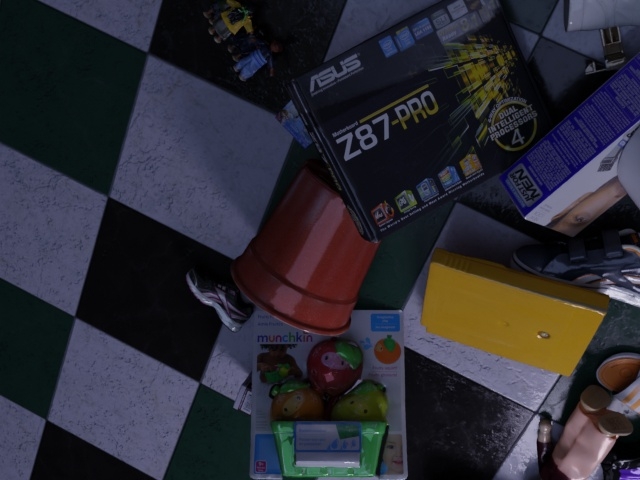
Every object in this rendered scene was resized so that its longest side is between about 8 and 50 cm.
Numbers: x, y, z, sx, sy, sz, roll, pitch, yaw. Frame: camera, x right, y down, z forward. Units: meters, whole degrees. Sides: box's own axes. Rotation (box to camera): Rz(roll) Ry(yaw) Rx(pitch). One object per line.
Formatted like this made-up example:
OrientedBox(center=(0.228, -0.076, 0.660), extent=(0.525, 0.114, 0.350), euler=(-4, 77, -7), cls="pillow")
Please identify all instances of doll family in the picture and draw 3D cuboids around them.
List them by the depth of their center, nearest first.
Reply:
OrientedBox(center=(-0.145, -0.404, 1.588), extent=(0.111, 0.076, 0.193), euler=(-30, 105, 22), cls="doll family")

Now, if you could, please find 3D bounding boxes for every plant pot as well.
OrientedBox(center=(0.000, 0.000, 1.612), extent=(0.272, 0.272, 0.265), euler=(30, 110, 4), cls="plant pot")

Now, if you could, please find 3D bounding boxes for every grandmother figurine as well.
OrientedBox(center=(0.520, 0.469, 1.696), extent=(0.104, 0.208, 0.342), euler=(2, 131, -21), cls="grandmother figurine")

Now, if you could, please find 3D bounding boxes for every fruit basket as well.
OrientedBox(center=(0.016, 0.316, 1.698), extent=(0.327, 0.165, 0.353), euler=(0, 79, 3), cls="fruit basket")

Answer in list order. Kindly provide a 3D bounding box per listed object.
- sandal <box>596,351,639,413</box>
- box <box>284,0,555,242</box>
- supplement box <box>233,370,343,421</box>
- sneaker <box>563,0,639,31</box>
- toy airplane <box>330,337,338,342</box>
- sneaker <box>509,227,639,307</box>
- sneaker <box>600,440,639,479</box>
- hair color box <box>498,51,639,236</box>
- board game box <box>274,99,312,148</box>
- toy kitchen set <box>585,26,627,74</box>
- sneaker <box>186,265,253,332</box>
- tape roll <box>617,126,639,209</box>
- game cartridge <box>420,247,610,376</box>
OrientedBox(center=(0.678, 0.314, 1.613), extent=(0.265, 0.076, 0.102), euler=(28, 117, 5), cls="sandal")
OrientedBox(center=(0.181, -0.226, 1.441), extent=(0.395, 0.097, 0.318), euler=(-28, 100, -6), cls="box")
OrientedBox(center=(-0.060, 0.371, 1.846), extent=(0.239, 0.130, 0.073), euler=(25, 117, 6), cls="supplement box")
OrientedBox(center=(0.492, -0.493, 1.333), extent=(0.169, 0.108, 0.292), euler=(1, 116, 10), cls="sneaker")
OrientedBox(center=(-0.002, 0.174, 1.802), extent=(0.151, 0.028, 0.151), euler=(8, 120, 13), cls="toy airplane")
OrientedBox(center=(0.523, 0.034, 1.523), extent=(0.321, 0.126, 0.127), euler=(12, 119, 4), cls="sneaker")
OrientedBox(center=(0.629, 0.496, 1.700), extent=(0.146, 0.102, 0.293), euler=(38, 114, 8), cls="sneaker")
OrientedBox(center=(0.497, -0.161, 1.404), extent=(0.339, 0.185, 0.110), euler=(-43, 53, 29), cls="hair color box")
OrientedBox(center=(-0.030, -0.247, 1.641), extent=(0.090, 0.020, 0.090), euler=(45, 116, -4), cls="board game box")
OrientedBox(center=(0.484, -0.332, 1.403), extent=(0.068, 0.083, 0.075), euler=(-11, 108, 21), cls="toy kitchen set")
OrientedBox(center=(-0.220, 0.117, 1.837), extent=(0.077, 0.072, 0.178), euler=(-41, 103, 15), cls="sneaker")
OrientedBox(center=(0.637, -0.140, 1.331), extent=(0.286, 0.286, 0.100), euler=(-46, 50, 28), cls="tape roll")
OrientedBox(center=(0.360, 0.141, 1.582), extent=(0.323, 0.053, 0.285), euler=(18, 149, 12), cls="game cartridge")
